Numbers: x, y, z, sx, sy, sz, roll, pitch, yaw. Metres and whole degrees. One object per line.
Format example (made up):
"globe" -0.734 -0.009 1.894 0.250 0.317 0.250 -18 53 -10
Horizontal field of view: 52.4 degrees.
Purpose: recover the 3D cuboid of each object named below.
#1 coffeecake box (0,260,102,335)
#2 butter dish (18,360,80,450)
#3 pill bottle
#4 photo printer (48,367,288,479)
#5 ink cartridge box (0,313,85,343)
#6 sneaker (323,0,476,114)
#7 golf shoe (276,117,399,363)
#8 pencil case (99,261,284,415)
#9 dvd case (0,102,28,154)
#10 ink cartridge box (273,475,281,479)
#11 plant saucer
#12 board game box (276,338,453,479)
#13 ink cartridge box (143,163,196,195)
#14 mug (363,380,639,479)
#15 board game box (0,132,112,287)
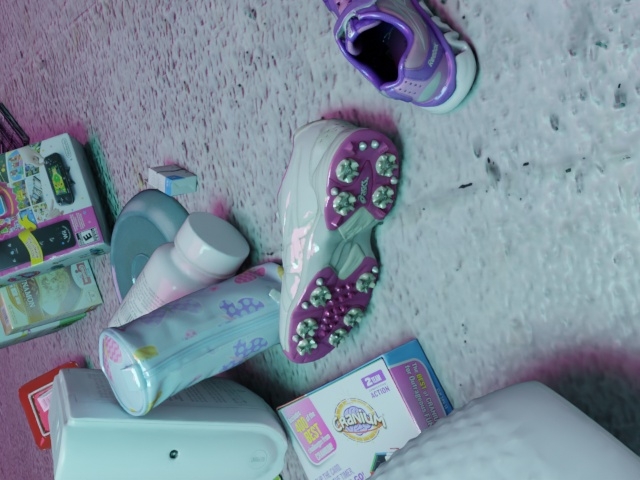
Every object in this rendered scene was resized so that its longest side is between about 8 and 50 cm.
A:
"coffeecake box" -0.566 0.096 1.335 0.068 0.185 0.142 -30 80 48
"butter dish" -0.578 0.374 1.492 0.160 0.118 0.160 -27 79 5
"pill bottle" -0.207 0.076 0.966 0.131 0.131 0.229 48 113 26
"photo printer" -0.210 0.259 0.910 0.256 0.307 0.107 11 91 64
"ink cartridge box" -0.694 0.171 1.425 0.201 0.278 0.117 -24 84 47
"sneaker" 0.051 -0.224 0.652 0.236 0.104 0.095 56 136 20
"golf shoe" 0.000 0.000 0.783 0.140 0.115 0.306 38 121 46
"pencil case" -0.142 0.120 0.838 0.124 0.273 0.113 14 117 47
"dvd case" -0.752 -0.196 1.570 0.164 0.018 0.221 44 129 27
"ink cartridge box" -0.103 0.482 1.028 0.255 0.097 0.189 55 134 19
"plant saucer" -0.290 0.069 1.145 0.317 0.044 0.317 15 112 42
"board game box" 0.094 0.309 0.792 0.242 0.064 0.316 -38 74 45
"ink cartridge box" -0.241 -0.099 1.036 0.083 0.048 0.028 27 120 38
"mug" 0.176 0.326 0.552 0.374 0.328 0.276 40 179 -10
"board game box" -0.571 -0.042 1.222 0.097 0.303 0.224 107 143 -84
